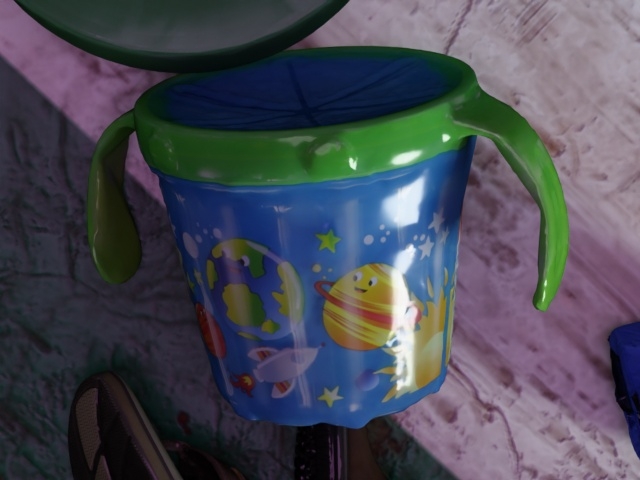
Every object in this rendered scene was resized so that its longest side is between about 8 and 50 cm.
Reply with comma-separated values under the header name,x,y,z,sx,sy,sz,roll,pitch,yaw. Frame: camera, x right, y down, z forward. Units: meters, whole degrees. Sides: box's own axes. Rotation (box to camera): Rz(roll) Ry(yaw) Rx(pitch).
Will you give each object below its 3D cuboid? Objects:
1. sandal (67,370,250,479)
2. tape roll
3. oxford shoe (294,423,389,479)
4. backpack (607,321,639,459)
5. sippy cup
name,x,y,z,sx,sy,sz,roll,pitch,yaw
sandal,-0.080,0.221,1.238,0.303,0.120,0.086,50,50,-1
tape roll,-0.097,-0.278,1.143,0.321,0.077,0.321,0,86,0
oxford shoe,0.037,0.201,1.255,0.096,0.083,0.227,-12,100,-19
backpack,0.269,0.123,1.237,0.098,0.101,0.120,-11,102,5
sippy cup,0.000,0.000,1.153,0.240,0.305,0.224,-17,112,-28
